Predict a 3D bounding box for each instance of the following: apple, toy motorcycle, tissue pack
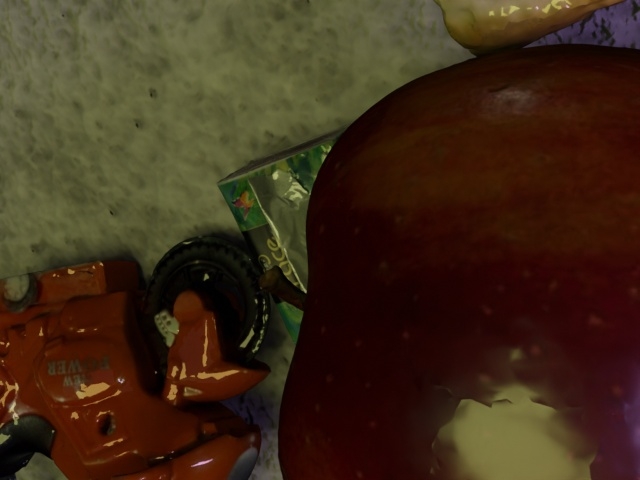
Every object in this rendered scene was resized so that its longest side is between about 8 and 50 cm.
[{"bbox_3d":[0.131,0.052,0.462,0.317,0.288,0.288,3,112,1],"label":"apple"},{"bbox_3d":[-0.168,0.125,0.713,0.326,0.148,0.221,-10,83,25],"label":"toy motorcycle"},{"bbox_3d":[-0.001,-0.001,0.614,0.085,0.079,0.111,-19,101,28],"label":"tissue pack"}]

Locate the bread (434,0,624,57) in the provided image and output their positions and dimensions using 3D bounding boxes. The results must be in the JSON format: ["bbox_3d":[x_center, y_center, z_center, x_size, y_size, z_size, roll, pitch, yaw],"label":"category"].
[{"bbox_3d":[0.178,-0.239,0.380,0.375,0.165,0.236,-19,116,26],"label":"bread"}]
